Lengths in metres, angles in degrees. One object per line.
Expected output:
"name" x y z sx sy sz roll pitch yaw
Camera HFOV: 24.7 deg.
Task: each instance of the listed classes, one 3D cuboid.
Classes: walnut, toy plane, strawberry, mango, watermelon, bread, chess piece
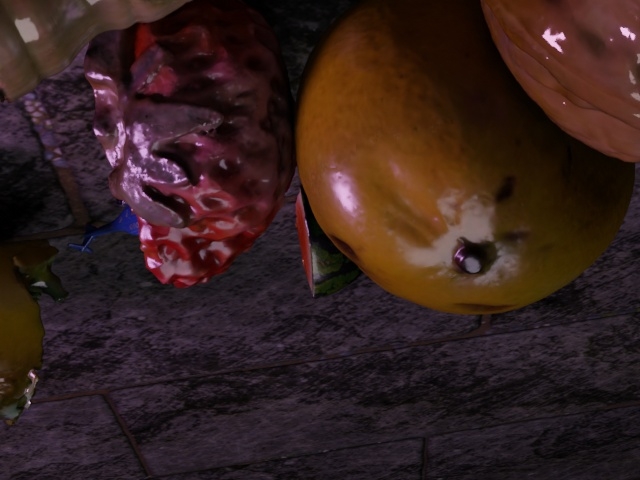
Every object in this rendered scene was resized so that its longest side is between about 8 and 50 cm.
"walnut" 0.246 -0.214 1.039 0.306 0.343 0.306 -14 150 -8
"toy plane" -0.216 -0.019 1.635 0.167 0.062 0.054 -17 156 39
"strawberry" -0.082 -0.101 1.285 0.149 0.265 0.336 -13 177 11
"mango" 0.139 -0.096 1.283 0.220 0.301 0.445 -40 -179 30
"watermelon" 0.000 0.000 1.721 0.094 0.135 0.125 18 -178 43
"bread" -0.476 0.118 1.562 0.377 0.208 0.251 -7 175 -34
"chess piece" -0.135 -0.222 1.103 0.301 0.137 0.137 -27 156 -7
